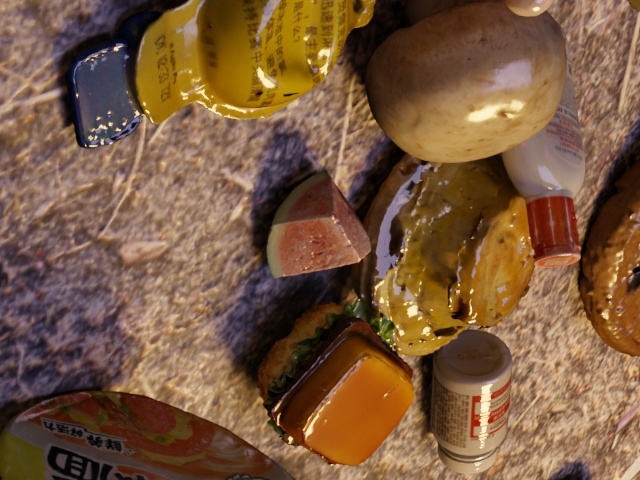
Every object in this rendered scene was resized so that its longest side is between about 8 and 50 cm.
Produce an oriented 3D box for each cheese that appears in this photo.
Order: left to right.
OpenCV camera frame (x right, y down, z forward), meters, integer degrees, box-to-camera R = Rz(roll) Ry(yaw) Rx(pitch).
[{"bbox_3d":[-0.064,-0.139,1.132,0.250,0.064,0.157,-26,134,-29],"label":"cheese"}]

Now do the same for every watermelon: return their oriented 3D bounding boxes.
[{"bbox_3d":[-0.004,-0.003,1.317,0.092,0.072,0.084,-53,130,-4],"label":"watermelon"}]

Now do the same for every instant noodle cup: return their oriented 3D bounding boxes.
[{"bbox_3d":[-0.140,0.262,1.181,0.264,0.264,0.200,-3,124,-54],"label":"instant noodle cup"}]

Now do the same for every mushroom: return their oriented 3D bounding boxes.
[{"bbox_3d":[0.117,-0.134,1.319,0.166,0.166,0.127,18,58,-58],"label":"mushroom"}]

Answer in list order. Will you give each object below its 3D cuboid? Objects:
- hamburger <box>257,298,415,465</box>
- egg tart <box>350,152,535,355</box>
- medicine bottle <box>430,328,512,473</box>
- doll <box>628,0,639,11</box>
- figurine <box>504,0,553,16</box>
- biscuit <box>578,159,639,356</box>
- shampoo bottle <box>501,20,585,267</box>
[{"bbox_3d":[0.013,0.118,1.412,0.137,0.087,0.166,-47,148,-3],"label":"hamburger"},{"bbox_3d":[0.126,0.000,1.473,0.241,0.106,0.241,-32,134,-39],"label":"egg tart"},{"bbox_3d":[0.149,0.163,1.651,0.079,0.079,0.140,-35,140,-34],"label":"medicine bottle"},{"bbox_3d":[0.322,-0.335,1.424,0.261,0.161,0.177,-56,149,-12],"label":"doll"},{"bbox_3d":[0.128,-0.253,1.235,0.276,0.133,0.200,-1,76,-49],"label":"figurine"},{"bbox_3d":[0.401,-0.001,1.855,0.296,0.075,0.296,-20,130,-26],"label":"biscuit"},{"bbox_3d":[0.190,-0.087,1.426,0.108,0.051,0.221,17,64,-53],"label":"shampoo bottle"}]
